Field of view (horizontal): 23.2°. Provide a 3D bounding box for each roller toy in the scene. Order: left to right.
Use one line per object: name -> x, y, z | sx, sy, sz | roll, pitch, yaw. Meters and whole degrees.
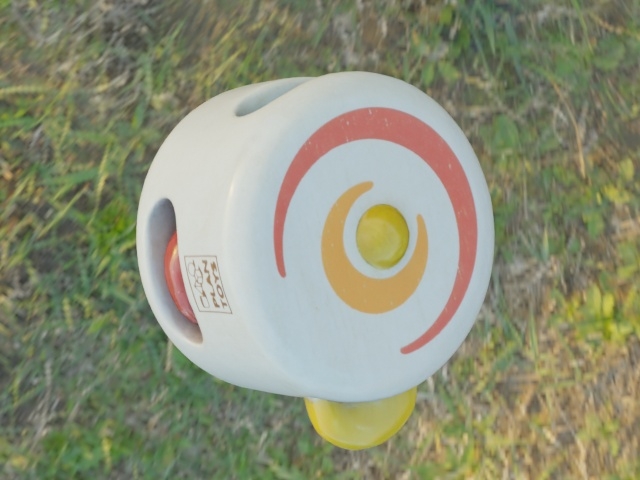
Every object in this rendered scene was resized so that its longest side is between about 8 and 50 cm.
roller toy -> 0.000, 0.000, 0.923 | 0.191, 0.146, 0.209 | 34, 72, -29
